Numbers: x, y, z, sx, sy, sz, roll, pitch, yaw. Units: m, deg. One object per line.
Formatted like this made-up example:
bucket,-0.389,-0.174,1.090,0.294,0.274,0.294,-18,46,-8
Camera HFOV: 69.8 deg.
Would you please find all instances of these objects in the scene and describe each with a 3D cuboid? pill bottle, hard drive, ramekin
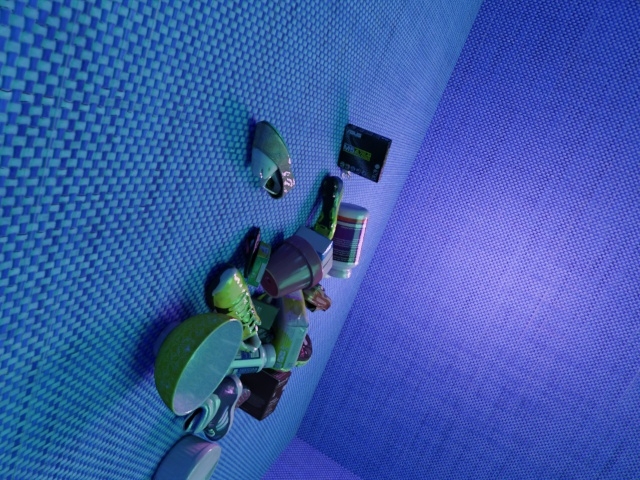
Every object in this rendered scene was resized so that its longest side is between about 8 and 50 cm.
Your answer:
pill bottle,-0.262,0.418,1.642,0.186,0.112,0.112,6,115,-32
pill bottle,0.105,0.000,2.071,0.181,0.181,0.324,-24,127,-65
hard drive,-0.227,0.264,1.660,0.094,0.135,0.022,-64,-154,0
ramekin,-0.499,0.852,1.691,0.273,0.127,0.273,-55,161,-30

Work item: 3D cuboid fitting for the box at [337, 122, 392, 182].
box,0.172,-0.346,1.822,0.045,0.190,0.184,-48,158,-45

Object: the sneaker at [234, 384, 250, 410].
sneaker,-0.372,0.661,1.902,0.170,0.074,0.063,-39,131,-10

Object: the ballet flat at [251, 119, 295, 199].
ballet flat,-0.136,-0.202,1.273,0.106,0.107,0.316,-52,160,-13

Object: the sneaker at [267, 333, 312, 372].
sneaker,-0.129,0.474,2.149,0.483,0.185,0.203,10,100,-79

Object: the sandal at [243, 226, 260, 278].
sandal,-0.222,0.031,1.428,0.067,0.040,0.179,96,7,-60

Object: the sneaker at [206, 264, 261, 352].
sneaker,-0.254,0.220,1.456,0.145,0.147,0.385,-50,156,-32

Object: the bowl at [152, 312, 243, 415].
bowl,-0.359,0.307,1.254,0.290,0.155,0.290,-54,161,-30

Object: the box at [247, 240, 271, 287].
box,-0.198,0.073,1.495,0.179,0.043,0.105,-104,-145,-72

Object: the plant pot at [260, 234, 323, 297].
plant pot,-0.121,0.109,1.648,0.180,0.201,0.202,-32,147,-33

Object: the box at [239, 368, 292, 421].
box,-0.262,0.649,2.030,0.203,0.166,0.168,-65,163,4

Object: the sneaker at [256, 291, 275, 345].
sneaker,-0.221,0.324,1.752,0.111,0.121,0.300,-29,142,-62

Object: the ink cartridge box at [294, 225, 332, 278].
ink cartridge box,-0.033,0.053,1.868,0.086,0.148,0.203,-54,160,-29

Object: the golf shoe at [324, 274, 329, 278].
golf shoe,0.076,0.067,2.289,0.306,0.115,0.140,-45,152,-49

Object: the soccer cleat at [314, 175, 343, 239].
soccer cleat,0.045,-0.118,1.871,0.121,0.093,0.290,-10,112,-61

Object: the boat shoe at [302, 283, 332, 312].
boat shoe,-0.035,0.295,2.303,0.120,0.122,0.324,-53,153,-15

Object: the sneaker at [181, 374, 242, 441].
sneaker,-0.422,0.640,1.648,0.236,0.130,0.323,-15,135,-56

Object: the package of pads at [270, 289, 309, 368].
package of pads,-0.131,0.325,1.827,0.297,0.101,0.229,-108,-148,-58

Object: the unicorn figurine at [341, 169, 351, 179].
unicorn figurine,0.123,-0.312,1.975,0.111,0.060,0.162,78,26,-64
